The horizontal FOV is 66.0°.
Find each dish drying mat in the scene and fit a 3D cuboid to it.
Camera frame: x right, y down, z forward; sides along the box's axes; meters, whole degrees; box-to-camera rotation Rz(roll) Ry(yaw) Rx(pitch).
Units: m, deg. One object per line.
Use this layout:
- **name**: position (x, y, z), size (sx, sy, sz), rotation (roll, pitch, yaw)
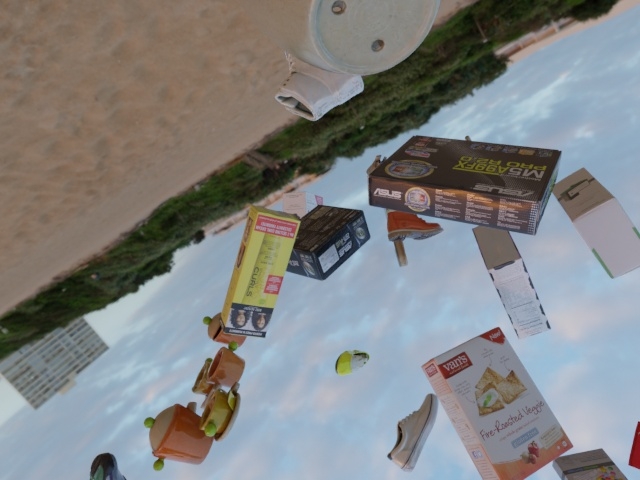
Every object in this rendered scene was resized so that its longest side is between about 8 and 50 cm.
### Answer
- **dish drying mat**: position (0.593, 0.379, 0.907), size (0.032, 0.008, 0.083), rotation (17, -109, 23)

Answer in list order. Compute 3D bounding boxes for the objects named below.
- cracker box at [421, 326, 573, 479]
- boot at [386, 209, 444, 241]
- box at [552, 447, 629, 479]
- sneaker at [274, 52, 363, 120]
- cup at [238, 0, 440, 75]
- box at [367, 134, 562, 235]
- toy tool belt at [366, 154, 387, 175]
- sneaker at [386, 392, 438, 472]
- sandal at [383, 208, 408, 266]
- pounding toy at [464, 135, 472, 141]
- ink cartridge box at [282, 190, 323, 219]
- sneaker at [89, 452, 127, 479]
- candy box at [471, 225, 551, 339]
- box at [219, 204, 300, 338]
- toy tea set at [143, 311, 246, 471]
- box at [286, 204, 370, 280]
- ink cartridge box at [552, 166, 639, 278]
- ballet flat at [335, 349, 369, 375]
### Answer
- **cracker box**: position (0.306, 0.289, 0.867), size (0.156, 0.232, 0.067), rotation (-19, 158, -22)
- **boot**: position (0.230, -0.044, 1.202), size (0.158, 0.084, 0.059), rotation (0, 158, -26)
- **box**: position (0.718, 0.634, 1.272), size (0.145, 0.038, 0.186), rotation (-9, -154, -4)
- **sneaker**: position (-0.057, -0.403, 1.150), size (0.169, 0.292, 0.108), rotation (-38, 156, -10)
- **cup**: position (0.038, -0.366, 0.670), size (0.331, 0.331, 0.237), rotation (-30, -129, 17)
- **box**: position (0.246, -0.106, 0.836), size (0.270, 0.060, 0.216), rotation (13, -146, 28)
- **toy tool belt**: position (0.137, -0.144, 1.003), size (0.051, 0.083, 0.052), rotation (-62, -146, 28)
- **sneaker**: position (0.289, 0.578, 1.529), size (0.258, 0.091, 0.094), rotation (-56, 173, -34)
- **sandal**: position (0.221, -0.046, 1.317), size (0.079, 0.240, 0.088), rotation (-14, 153, 6)
- **pounding toy**: position (0.395, -0.175, 1.287), size (0.094, 0.181, 0.206), rotation (-36, 172, 25)
- **ink cartridge box**: position (-0.062, -0.052, 1.841), size (0.100, 0.237, 0.172), rotation (-3, 176, 22)
- **sneaker**: position (-0.392, 0.498, 0.966), size (0.098, 0.223, 0.083), rotation (-7, -155, -40)
- **candy box**: position (0.396, 0.077, 1.028), size (0.070, 0.196, 0.165), rotation (-24, -154, 18)
- **box**: position (-0.112, 0.058, 0.895), size (0.058, 0.087, 0.232), rotation (40, -66, 64)
- **toy tea set**: position (-0.236, 0.267, 0.955), size (0.200, 0.124, 0.336), rotation (-55, -163, 22)
- **box**: position (0.000, 0.000, 1.126), size (0.147, 0.077, 0.180), rotation (11, -140, 43)
- **ink cartridge box**: position (0.591, -0.045, 1.052), size (0.093, 0.160, 0.219), rotation (-35, -168, 23)
- **ballet flat**: position (0.119, 0.418, 1.709), size (0.077, 0.077, 0.231), rotation (-3, 175, 19)
